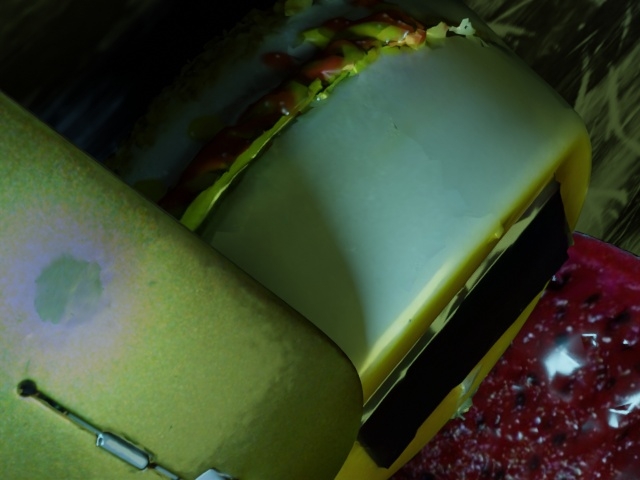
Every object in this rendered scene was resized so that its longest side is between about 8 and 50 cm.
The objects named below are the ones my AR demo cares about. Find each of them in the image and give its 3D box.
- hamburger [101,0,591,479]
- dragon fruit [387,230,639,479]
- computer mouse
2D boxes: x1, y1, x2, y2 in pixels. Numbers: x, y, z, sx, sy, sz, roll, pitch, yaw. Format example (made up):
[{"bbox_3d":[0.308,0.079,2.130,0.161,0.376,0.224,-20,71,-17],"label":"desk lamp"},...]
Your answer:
[{"bbox_3d":[0.000,0.000,0.905,0.276,0.179,0.294,-49,162,-3],"label":"hamburger"},{"bbox_3d":[0.129,0.181,1.147,0.249,0.386,0.371,27,74,-55],"label":"dragon fruit"},{"bbox_3d":[-0.114,0.042,0.692,0.310,0.072,0.158,39,93,-29],"label":"computer mouse"}]
